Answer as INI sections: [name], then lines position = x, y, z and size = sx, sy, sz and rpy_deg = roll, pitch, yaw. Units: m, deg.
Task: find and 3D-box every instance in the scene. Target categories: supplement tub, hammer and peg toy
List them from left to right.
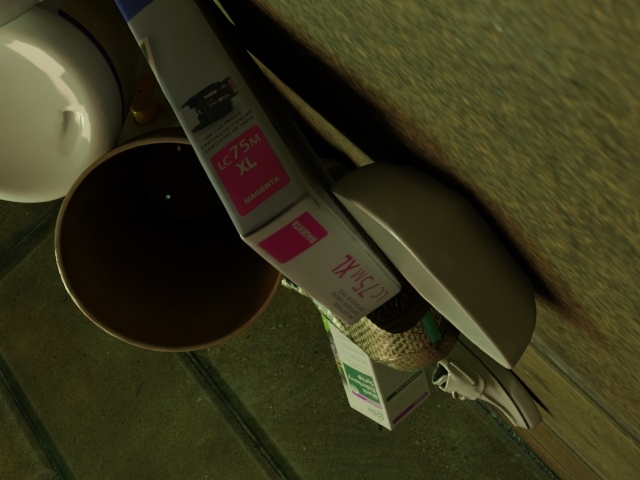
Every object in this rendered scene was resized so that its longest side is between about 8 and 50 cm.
[supplement tub]
position = -0.340, -0.226, 1.054
size = 0.241, 0.241, 0.331
rpy_deg = 47, -158, -27
[hammer and peg toy]
position = -0.322, -0.236, 1.331
size = 0.361, 0.266, 0.127
rpy_deg = 44, 164, 41

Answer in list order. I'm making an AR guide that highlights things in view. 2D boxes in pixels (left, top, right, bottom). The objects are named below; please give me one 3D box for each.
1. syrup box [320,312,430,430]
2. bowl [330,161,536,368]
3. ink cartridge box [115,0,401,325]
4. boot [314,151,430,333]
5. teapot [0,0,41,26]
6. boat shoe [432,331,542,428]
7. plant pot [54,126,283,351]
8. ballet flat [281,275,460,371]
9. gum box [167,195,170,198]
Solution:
[syrup box]
position = 0.081, 0.159, 1.289
size = 0.093, 0.096, 0.237
rpy_deg = 23, 138, 46
[bowl]
position = 0.081, 0.006, 0.572
size = 0.142, 0.053, 0.142
rpy_deg = 47, 179, -27
[ink cartridge box]
position = -0.059, -0.093, 0.672
size = 0.311, 0.065, 0.186
rpy_deg = 62, -171, 31
[boot]
position = 0.006, -0.039, 0.982
size = 0.236, 0.089, 0.269
rpy_deg = 60, 172, -29
[teapot]
position = -0.307, -0.301, 0.791
size = 0.187, 0.252, 0.256
rpy_deg = -5, -113, -44
[boat shoe]
position = 0.193, 0.173, 1.186
size = 0.267, 0.088, 0.096
rpy_deg = 47, 178, -11
[plant pot]
position = -0.159, -0.038, 0.997
size = 0.237, 0.237, 0.254
rpy_deg = 47, -168, -19
[ballet flat]
position = 0.000, 0.000, 1.166
size = 0.482, 0.164, 0.182
rpy_deg = 34, 156, 49
[gum box]
position = -0.151, -0.114, 1.298
size = 0.041, 0.184, 0.157
rpy_deg = 47, 179, -28
